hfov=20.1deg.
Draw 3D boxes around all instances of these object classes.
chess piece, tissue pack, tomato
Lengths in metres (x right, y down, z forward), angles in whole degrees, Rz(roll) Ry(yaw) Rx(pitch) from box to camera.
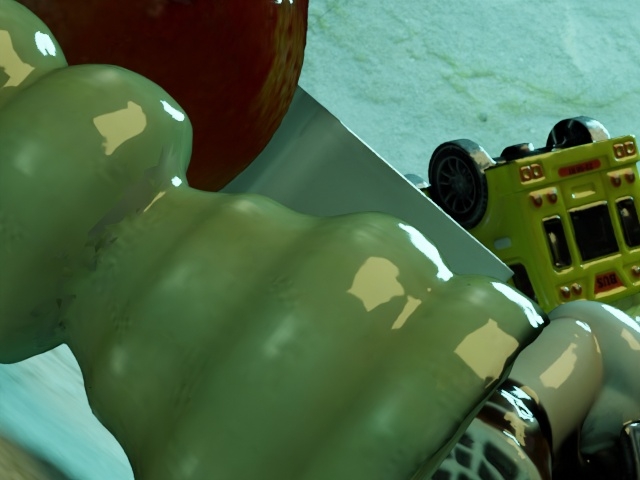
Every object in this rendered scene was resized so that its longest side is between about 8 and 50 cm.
[{"bbox_3d":[-0.063,0.003,0.558,0.243,0.133,0.133,37,2,8],"label":"chess piece"},{"bbox_3d":[-0.001,-0.001,1.164,0.159,0.136,0.246,40,3,-14],"label":"tissue pack"},{"bbox_3d":[-0.084,-0.165,0.842,0.338,0.144,0.338,-8,90,-70],"label":"tomato"}]

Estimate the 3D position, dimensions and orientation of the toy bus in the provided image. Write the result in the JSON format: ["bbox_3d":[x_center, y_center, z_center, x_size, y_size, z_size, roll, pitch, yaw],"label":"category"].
[{"bbox_3d":[0.099,0.009,1.397,0.331,0.145,0.151,-18,-92,55],"label":"toy bus"}]

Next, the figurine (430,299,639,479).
[{"bbox_3d":[0.209,0.165,0.855,0.323,0.196,0.320,32,-7,23],"label":"figurine"}]

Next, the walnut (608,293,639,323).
[{"bbox_3d":[0.266,0.148,1.621,0.224,0.257,0.257,1,26,-30],"label":"walnut"}]
